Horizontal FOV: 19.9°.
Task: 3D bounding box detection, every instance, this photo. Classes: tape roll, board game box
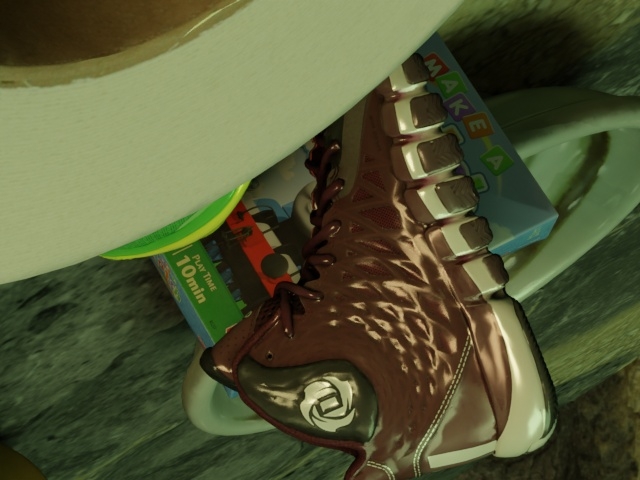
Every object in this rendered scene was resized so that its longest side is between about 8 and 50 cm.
[{"bbox_3d":[-0.064,-0.142,0.507,0.392,0.072,0.392,-29,150,-19],"label":"tape roll"},{"bbox_3d":[0.004,-0.028,1.037,0.211,0.160,0.039,-26,162,-17],"label":"board game box"}]

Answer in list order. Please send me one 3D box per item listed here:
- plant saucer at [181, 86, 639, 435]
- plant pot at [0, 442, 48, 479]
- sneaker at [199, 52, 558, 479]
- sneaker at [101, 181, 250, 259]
[{"bbox_3d":[0.061,-0.005,1.302,0.400,0.100,0.400,-29,163,-10],"label":"plant saucer"},{"bbox_3d":[-0.252,0.199,1.366,0.081,0.083,0.081,-39,162,24],"label":"plant pot"},{"bbox_3d":[0.000,0.000,0.935,0.162,0.281,0.106,-22,174,-1],"label":"sneaker"},{"bbox_3d":[-0.068,-0.094,0.875,0.123,0.109,0.295,7,146,-29],"label":"sneaker"}]
